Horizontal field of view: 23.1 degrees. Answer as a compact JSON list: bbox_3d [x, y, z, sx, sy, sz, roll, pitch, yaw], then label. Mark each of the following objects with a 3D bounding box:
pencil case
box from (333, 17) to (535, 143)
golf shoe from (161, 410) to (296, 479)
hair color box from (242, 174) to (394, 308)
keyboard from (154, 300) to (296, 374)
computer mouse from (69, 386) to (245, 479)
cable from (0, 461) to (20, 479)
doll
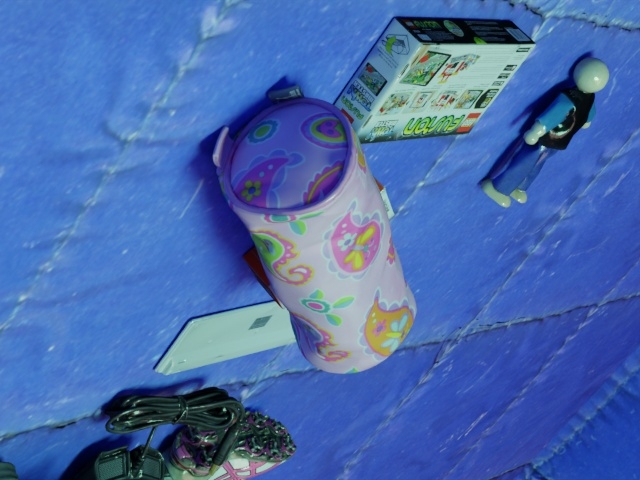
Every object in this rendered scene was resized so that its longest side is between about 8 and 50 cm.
[{"bbox_3d":[0.000,0.000,1.315,0.124,0.124,0.284,-39,146,-10],"label":"pencil case"},{"bbox_3d":[0.100,-0.141,1.386,0.207,0.036,0.114,-10,142,-55],"label":"box"},{"bbox_3d":[-0.108,0.236,1.716,0.186,0.067,0.086,-1,142,-46],"label":"golf shoe"},{"bbox_3d":[0.000,-0.005,1.462,0.141,0.043,0.072,-40,158,-6],"label":"hair color box"},{"bbox_3d":[-0.067,0.088,1.574,0.256,0.014,0.072,-10,137,-56],"label":"keyboard"},{"bbox_3d":[-0.184,0.240,1.580,0.184,0.060,0.262,-2,127,-43],"label":"computer mouse"},{"bbox_3d":[-0.318,0.209,1.271,0.139,0.072,0.287,-34,158,-9],"label":"cable"},{"bbox_3d":[0.248,-0.117,1.684,0.129,0.046,0.189,-14,145,-54],"label":"doll"}]
